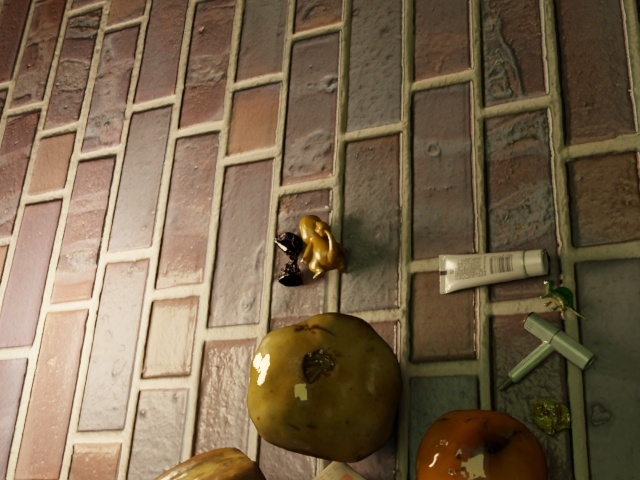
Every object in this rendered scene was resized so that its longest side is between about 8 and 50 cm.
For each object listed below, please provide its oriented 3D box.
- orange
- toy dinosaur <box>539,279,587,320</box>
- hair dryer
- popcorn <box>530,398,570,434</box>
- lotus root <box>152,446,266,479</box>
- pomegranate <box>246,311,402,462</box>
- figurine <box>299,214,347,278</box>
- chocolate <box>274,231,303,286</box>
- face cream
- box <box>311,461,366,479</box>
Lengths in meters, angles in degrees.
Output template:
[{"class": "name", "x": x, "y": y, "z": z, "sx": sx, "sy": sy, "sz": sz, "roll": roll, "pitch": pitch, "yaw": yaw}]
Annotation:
[{"class": "orange", "x": 0.301, "y": 0.431, "z": 1.420, "sx": 0.246, "sy": 0.246, "sz": 0.246, "roll": -10, "pitch": 64, "yaw": 21}, {"class": "toy dinosaur", "x": 0.511, "y": 0.125, "z": 1.590, "sx": 0.120, "sy": 0.029, "sz": 0.060, "roll": 32, "pitch": 69, "yaw": 31}, {"class": "hair dryer", "x": 0.445, "y": 0.261, "z": 1.555, "sx": 0.155, "sy": 0.044, "sz": 0.183, "roll": 37, "pitch": 91, "yaw": 34}, {"class": "popcorn", "x": 0.455, "y": 0.344, "z": 1.499, "sx": 0.083, "sy": 0.068, "sz": 0.059, "roll": 18, "pitch": 120, "yaw": 8}, {"class": "lotus root", "x": -0.206, "y": 0.597, "z": 1.609, "sx": 0.250, "sy": 0.316, "sz": 0.316, "roll": -34, "pitch": 56, "yaw": -14}, {"class": "pomegranate", "x": 0.009, "y": 0.313, "z": 1.581, "sx": 0.333, "sy": 0.332, "sz": 0.332, "roll": -10, "pitch": 64, "yaw": 21}, {"class": "figurine", "x": 0.000, "y": -0.004, "z": 1.833, "sx": 0.122, "sy": 0.122, "sz": 0.176, "roll": -14, "pitch": 49, "yaw": -19}, {"class": "chocolate", "x": -0.076, "y": 0.040, "z": 1.887, "sx": 0.072, "sy": 0.070, "sz": 0.147, "roll": -3, "pitch": 64, "yaw": -6}, {"class": "face cream", "x": 0.377, "y": 0.062, "z": 1.667, "sx": 0.244, "sy": 0.058, "sz": 0.092, "roll": -8, "pitch": 71, "yaw": 28}, {"class": "box", "x": 0.037, "y": 0.530, "z": 1.529, "sx": 0.141, "sy": 0.058, "sz": 0.201, "roll": -37, "pitch": 15, "yaw": -13}]
